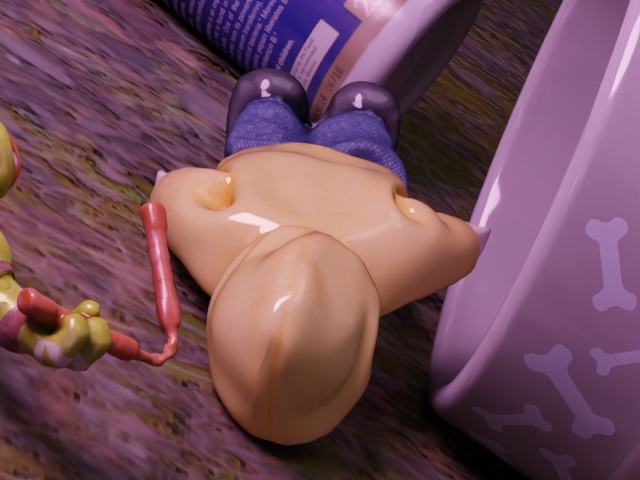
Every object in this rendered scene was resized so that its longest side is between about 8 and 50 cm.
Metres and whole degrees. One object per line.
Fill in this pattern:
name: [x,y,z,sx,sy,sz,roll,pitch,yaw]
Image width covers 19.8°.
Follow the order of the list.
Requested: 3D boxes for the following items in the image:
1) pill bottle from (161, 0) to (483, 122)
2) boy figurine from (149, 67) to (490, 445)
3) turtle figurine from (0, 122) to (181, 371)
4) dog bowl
pill bottle: [-0.033,-0.197,1.235,0.265,0.153,0.153,40,21,10]
boy figurine: [0.000,0.000,0.933,0.177,0.092,0.285,7,27,-4]
turtle figurine: [-0.194,-0.028,0.720,0.269,0.087,0.217,52,32,14]
dog bowl: [0.157,-0.035,0.956,0.102,0.349,0.349,22,22,-3]
